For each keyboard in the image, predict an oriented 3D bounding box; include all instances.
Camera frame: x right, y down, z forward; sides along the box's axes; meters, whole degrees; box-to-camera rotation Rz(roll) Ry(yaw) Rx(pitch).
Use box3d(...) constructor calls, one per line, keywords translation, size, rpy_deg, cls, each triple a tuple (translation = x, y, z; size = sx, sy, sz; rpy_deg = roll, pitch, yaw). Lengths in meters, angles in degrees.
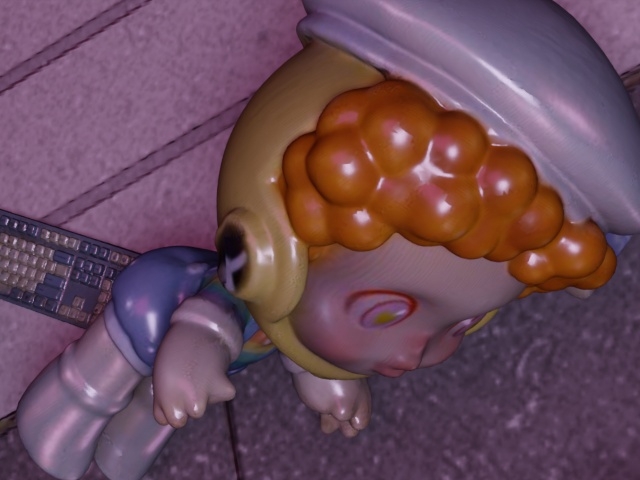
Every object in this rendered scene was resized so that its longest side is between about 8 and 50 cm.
box3d(translation=(-0.176, 0.016, 1.135), size=(0.176, 0.014, 0.055), rpy_deg=(17, 86, 31), cls="keyboard")

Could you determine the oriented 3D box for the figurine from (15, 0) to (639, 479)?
box3d(translation=(-0.021, -0.005, 0.940), size=(0.382, 0.224, 0.205), rpy_deg=(-29, 60, 17), cls="figurine")
